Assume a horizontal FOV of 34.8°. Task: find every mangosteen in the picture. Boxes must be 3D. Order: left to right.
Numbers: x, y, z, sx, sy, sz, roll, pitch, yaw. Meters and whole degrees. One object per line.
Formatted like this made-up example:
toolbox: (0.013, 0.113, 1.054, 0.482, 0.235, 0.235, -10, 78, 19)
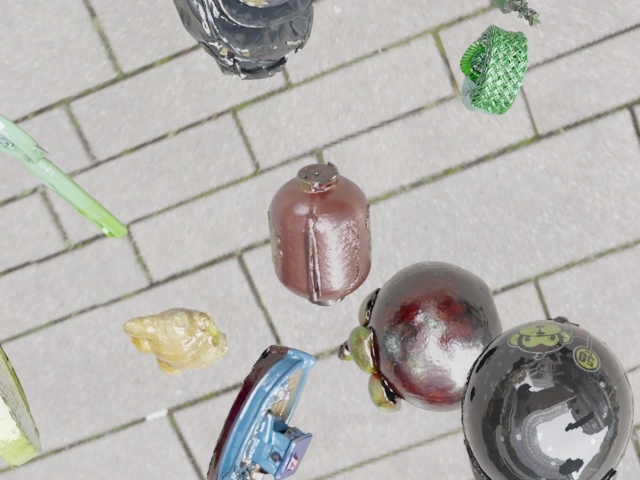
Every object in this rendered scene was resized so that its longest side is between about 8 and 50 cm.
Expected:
mangosteen: (0.199, 0.182, 1.935, 0.300, 0.300, 0.300, 0, 110, 1)

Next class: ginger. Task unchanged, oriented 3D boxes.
ginger: (-0.248, 0.181, 1.832, 0.157, 0.102, 0.216, -19, 149, 14)

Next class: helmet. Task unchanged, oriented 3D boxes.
helmet: (0.291, 0.231, 1.339, 0.230, 0.160, 0.279, 9, 76, 17)

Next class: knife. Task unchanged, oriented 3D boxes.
knife: (-0.171, -0.041, 0.676, 0.054, 0.212, 0.015, 19, 75, 20)

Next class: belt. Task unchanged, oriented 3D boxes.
belt: (0.245, -0.247, 1.500, 0.079, 0.151, 0.121, 11, 72, -5)

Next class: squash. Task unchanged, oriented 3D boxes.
squash: (-0.374, 0.149, 1.142, 0.041, 0.219, 0.219, -25, 108, -12)

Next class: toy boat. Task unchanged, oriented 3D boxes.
toy boat: (-0.059, 0.230, 1.220, 0.097, 0.100, 0.223, 30, 106, 24)

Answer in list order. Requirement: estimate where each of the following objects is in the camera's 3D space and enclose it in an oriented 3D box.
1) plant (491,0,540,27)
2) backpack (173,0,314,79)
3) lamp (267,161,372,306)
plant: (0.328, -0.392, 1.706, 0.102, 0.051, 0.051, 44, 107, 15)
backpack: (-0.094, -0.315, 1.184, 0.206, 0.133, 0.258, -23, 102, -34)
lamp: (0.000, 0.000, 1.711, 0.180, 0.180, 0.258, -3, 119, 2)
